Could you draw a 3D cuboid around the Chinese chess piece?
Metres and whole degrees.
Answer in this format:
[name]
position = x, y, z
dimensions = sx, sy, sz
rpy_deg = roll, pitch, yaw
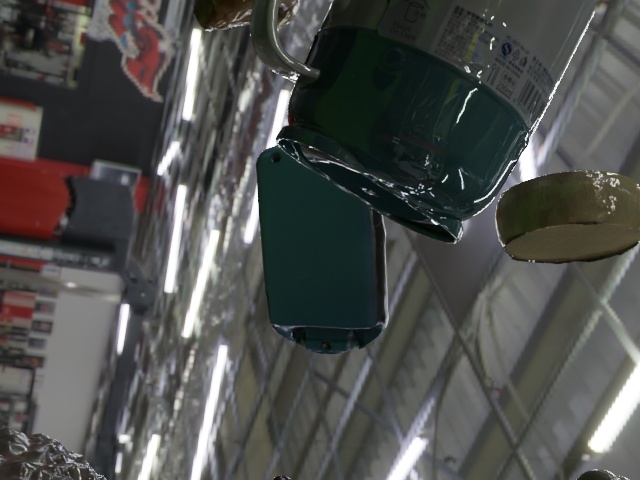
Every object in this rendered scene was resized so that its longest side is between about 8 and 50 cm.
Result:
[Chinese chess piece]
position = 0.422, -0.035, 1.539
dimensions = 0.250, 0.250, 0.103
rpy_deg = 143, -51, -64

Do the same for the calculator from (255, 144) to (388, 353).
[calculator]
position = 0.000, 0.000, 1.144
dimensions = 0.051, 0.173, 0.292
rpy_deg = -20, 108, -62

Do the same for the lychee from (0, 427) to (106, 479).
[lychee]
position = -0.340, 0.379, 0.889
dimensions = 0.380, 0.432, 0.380
rpy_deg = 158, -90, -79

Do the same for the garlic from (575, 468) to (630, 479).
[garlic]
position = 0.441, 0.452, 1.434
dimensions = 0.194, 0.131, 0.127
rpy_deg = -64, 175, 24

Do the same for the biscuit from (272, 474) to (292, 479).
[biscuit]
position = 0.035, 0.379, 1.095
dimensions = 0.063, 0.236, 0.151
rpy_deg = 69, 33, -53

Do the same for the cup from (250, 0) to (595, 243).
[cup]
position = 0.076, -0.170, 0.812
dimensions = 0.257, 0.290, 0.219
rpy_deg = -63, -154, -7

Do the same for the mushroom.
[mushroom]
position = -0.082, -0.304, 1.132
dimensions = 0.094, 0.210, 0.072
rpy_deg = -19, -85, 30
